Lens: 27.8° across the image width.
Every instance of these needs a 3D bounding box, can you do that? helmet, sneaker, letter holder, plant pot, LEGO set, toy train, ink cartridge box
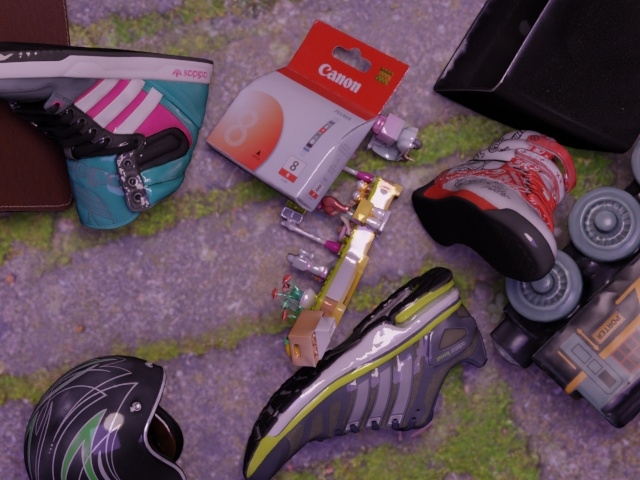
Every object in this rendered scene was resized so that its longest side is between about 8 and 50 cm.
[{"bbox_3d":[-0.212,0.200,1.290,0.169,0.169,0.162,-29,108,-3],"label":"helmet"},{"bbox_3d":[0.048,0.163,1.332,0.300,0.111,0.121,-39,96,0],"label":"sneaker"},{"bbox_3d":[0.197,-0.045,1.261,0.145,0.270,0.090,-32,105,-9],"label":"sneaker"},{"bbox_3d":[-0.236,-0.100,1.267,0.295,0.123,0.178,-3,102,-43],"label":"sneaker"},{"bbox_3d":[-0.371,-0.173,1.303,0.152,0.214,0.302,-4,90,29],"label":"letter holder"},{"bbox_3d":[0.256,-0.188,1.313,0.167,0.187,0.188,31,88,-15],"label":"plant pot"},{"bbox_3d":[0.000,0.000,1.315,0.107,0.132,0.287,25,66,3],"label":"LEGO set"},{"bbox_3d":[0.332,0.032,1.306,0.334,0.142,0.190,-44,72,2],"label":"toy train"},{"bbox_3d":[-0.014,-0.137,1.320,0.145,0.045,0.179,33,91,36],"label":"ink cartridge box"}]
